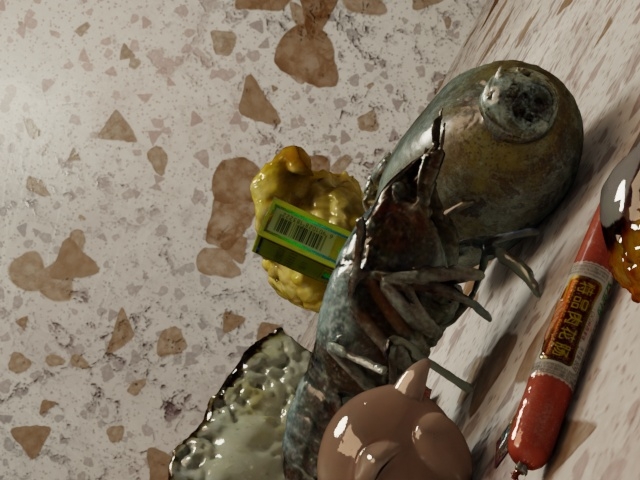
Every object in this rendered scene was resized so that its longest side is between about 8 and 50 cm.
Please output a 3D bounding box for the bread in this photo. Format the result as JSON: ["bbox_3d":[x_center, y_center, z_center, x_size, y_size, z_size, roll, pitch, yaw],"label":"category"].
[{"bbox_3d":[0.208,-0.034,0.731,0.139,0.095,0.269,-58,-11,11],"label":"bread"}]

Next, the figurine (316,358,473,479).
[{"bbox_3d":[0.058,0.175,1.071,0.125,0.125,0.138,-64,-11,-46],"label":"figurine"}]

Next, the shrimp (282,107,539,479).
[{"bbox_3d":[0.061,0.095,1.212,0.411,0.166,0.221,-60,0,16],"label":"shrimp"}]

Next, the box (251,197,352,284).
[{"bbox_3d":[0.018,0.023,1.904,0.141,0.220,0.064,118,178,-77],"label":"box"}]

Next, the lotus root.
[{"bbox_3d":[0.156,-0.071,1.311,0.175,0.175,0.349,-62,7,-24],"label":"lotus root"}]

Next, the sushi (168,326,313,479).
[{"bbox_3d":[-0.077,0.293,1.815,0.343,0.196,0.182,-57,-19,-36],"label":"sushi"}]

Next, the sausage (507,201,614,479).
[{"bbox_3d":[0.174,0.055,0.930,0.253,0.034,0.034,-64,4,-29],"label":"sausage"}]

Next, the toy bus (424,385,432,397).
[{"bbox_3d":[0.044,0.207,1.427,0.235,0.073,0.096,124,167,-57],"label":"toy bus"}]

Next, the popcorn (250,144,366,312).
[{"bbox_3d":[0.000,0.000,2.167,0.225,0.332,0.265,-30,40,7],"label":"popcorn"}]

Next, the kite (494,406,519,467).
[{"bbox_3d":[0.142,0.135,1.014,0.044,0.002,0.078,-58,5,46],"label":"kite"}]
